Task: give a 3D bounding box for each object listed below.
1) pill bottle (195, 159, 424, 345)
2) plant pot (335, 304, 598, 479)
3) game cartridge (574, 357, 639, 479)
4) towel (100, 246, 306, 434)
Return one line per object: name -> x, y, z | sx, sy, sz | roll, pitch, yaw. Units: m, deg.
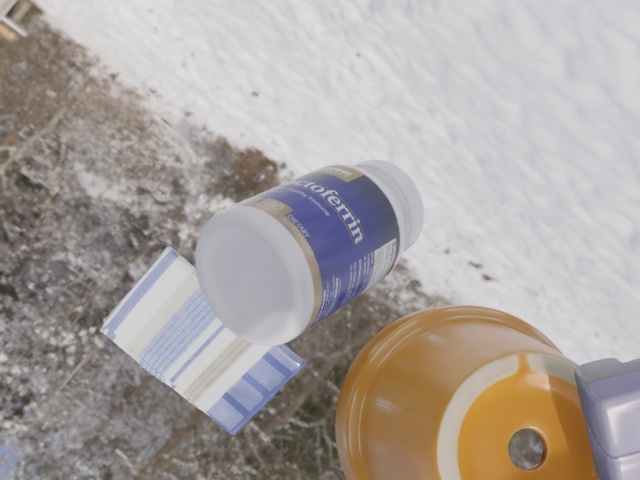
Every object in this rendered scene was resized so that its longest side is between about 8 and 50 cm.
pill bottle -> 0.000, 0.000, 0.887 | 0.153, 0.153, 0.265 | 41, -141, 17
plant pot -> 0.125, 0.146, 0.584 | 0.205, 0.205, 0.188 | 40, 169, 0
game cartridge -> 0.341, 0.133, 0.437 | 0.068, 0.355, 0.230 | -90, -17, -78
towel -> -0.188, 0.161, 1.233 | 0.285, 0.209, 0.034 | 40, -154, -5
